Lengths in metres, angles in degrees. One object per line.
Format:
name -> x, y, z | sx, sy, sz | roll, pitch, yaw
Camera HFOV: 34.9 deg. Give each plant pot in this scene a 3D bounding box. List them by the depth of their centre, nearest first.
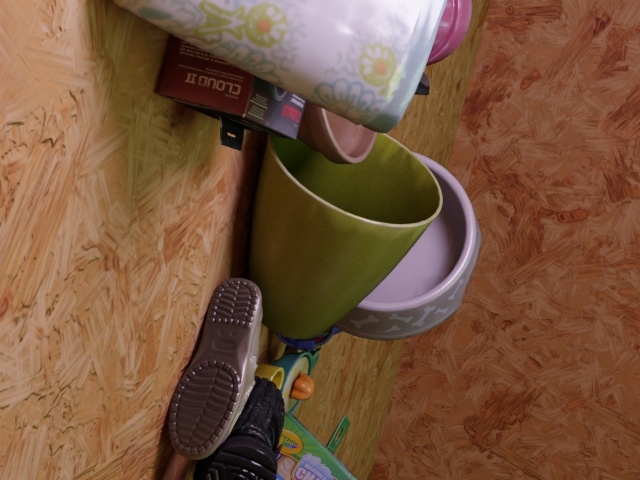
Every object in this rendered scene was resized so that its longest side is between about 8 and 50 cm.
plant pot -> -0.003, -0.226, 1.448 | 0.237, 0.110, 0.237 | 0, 90, -66
plant pot -> 0.000, 0.000, 1.561 | 0.293, 0.275, 0.275 | -64, 174, 33
plant pot -> 0.125, -0.389, 1.705 | 0.180, 0.201, 0.201 | -16, 122, -55

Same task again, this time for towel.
towel -> -0.004, -0.336, 1.027 | 0.090, 0.320, 0.374 | -1, -111, 64

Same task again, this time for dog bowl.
dog bowl -> 0.114, -0.005, 1.783 | 0.102, 0.349, 0.348 | 82, 27, -67

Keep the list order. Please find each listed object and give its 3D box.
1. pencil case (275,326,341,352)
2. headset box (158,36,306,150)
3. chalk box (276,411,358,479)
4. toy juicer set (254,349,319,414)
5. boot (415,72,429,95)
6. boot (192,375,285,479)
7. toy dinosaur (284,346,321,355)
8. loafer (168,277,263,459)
pencil case -> 0.008, 0.130, 1.954 | 0.306, 0.119, 0.133 | -19, 101, -73
headset box -> -0.074, -0.251, 1.189 | 0.218, 0.110, 0.293 | 9, 97, -76
chalk box -> -0.038, 0.429, 1.781 | 0.289, 0.179, 0.180 | -45, 161, -8
toy juicer set -> -0.063, 0.299, 1.883 | 0.329, 0.089, 0.209 | -15, 122, -68
boot -> 0.167, -0.397, 1.980 | 0.338, 0.118, 0.222 | -56, 154, -77
boot -> -0.161, 0.399, 1.587 | 0.348, 0.131, 0.260 | -56, -170, 11
toy dinosaur -> -0.046, 0.229, 2.048 | 0.092, 0.053, 0.183 | -40, 140, -40
loafer -> -0.138, 0.191, 1.482 | 0.092, 0.102, 0.268 | 56, 50, -65
